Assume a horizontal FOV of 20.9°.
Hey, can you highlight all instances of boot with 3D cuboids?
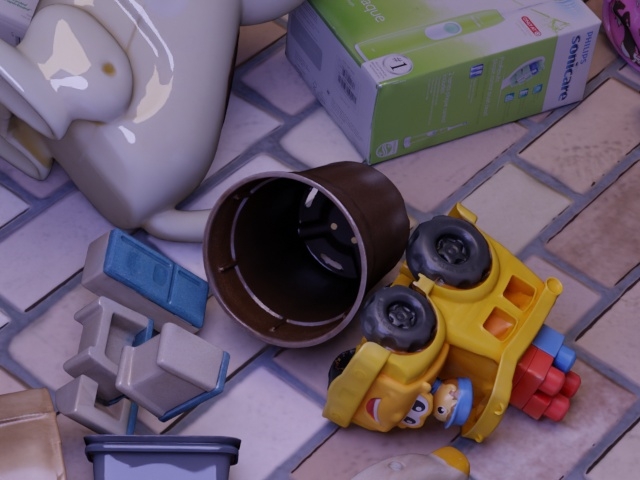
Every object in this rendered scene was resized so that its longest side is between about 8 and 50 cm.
[{"bbox_3d":[-0.372,0.164,1.530,0.270,0.089,0.236,-8,58,-13],"label":"boot"}]

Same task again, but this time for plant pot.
[{"bbox_3d":[0.000,0.000,1.652,0.167,0.167,0.165,26,23,18],"label":"plant pot"}]

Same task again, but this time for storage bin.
[{"bbox_3d":[-0.138,0.220,1.500,0.135,0.098,0.091,2,74,-4],"label":"storage bin"}]

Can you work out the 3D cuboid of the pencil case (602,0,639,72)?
[{"bbox_3d":[0.517,-0.316,2.029,0.386,0.167,0.160,-22,17,-24],"label":"pencil case"}]

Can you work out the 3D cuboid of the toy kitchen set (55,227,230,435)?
[{"bbox_3d":[-0.130,0.078,1.559,0.122,0.166,0.207,33,45,-30],"label":"toy kitchen set"}]

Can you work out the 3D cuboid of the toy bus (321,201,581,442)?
[{"bbox_3d":[0.135,0.110,1.605,0.211,0.149,0.220,34,53,5],"label":"toy bus"}]

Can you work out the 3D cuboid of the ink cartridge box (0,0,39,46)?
[{"bbox_3d":[-0.301,-0.329,2.023,0.304,0.072,0.307,24,47,19],"label":"ink cartridge box"}]

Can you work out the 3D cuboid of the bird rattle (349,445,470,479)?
[{"bbox_3d":[0.039,0.265,1.401,0.254,0.207,0.143,-10,29,-27],"label":"bird rattle"}]

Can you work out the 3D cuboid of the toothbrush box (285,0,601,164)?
[{"bbox_3d":[0.132,-0.225,1.926,0.283,0.122,0.206,-17,50,-22],"label":"toothbrush box"}]

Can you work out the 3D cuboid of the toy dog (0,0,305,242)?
[{"bbox_3d":[-0.150,-0.239,1.743,0.395,0.284,0.408,36,74,4],"label":"toy dog"}]
